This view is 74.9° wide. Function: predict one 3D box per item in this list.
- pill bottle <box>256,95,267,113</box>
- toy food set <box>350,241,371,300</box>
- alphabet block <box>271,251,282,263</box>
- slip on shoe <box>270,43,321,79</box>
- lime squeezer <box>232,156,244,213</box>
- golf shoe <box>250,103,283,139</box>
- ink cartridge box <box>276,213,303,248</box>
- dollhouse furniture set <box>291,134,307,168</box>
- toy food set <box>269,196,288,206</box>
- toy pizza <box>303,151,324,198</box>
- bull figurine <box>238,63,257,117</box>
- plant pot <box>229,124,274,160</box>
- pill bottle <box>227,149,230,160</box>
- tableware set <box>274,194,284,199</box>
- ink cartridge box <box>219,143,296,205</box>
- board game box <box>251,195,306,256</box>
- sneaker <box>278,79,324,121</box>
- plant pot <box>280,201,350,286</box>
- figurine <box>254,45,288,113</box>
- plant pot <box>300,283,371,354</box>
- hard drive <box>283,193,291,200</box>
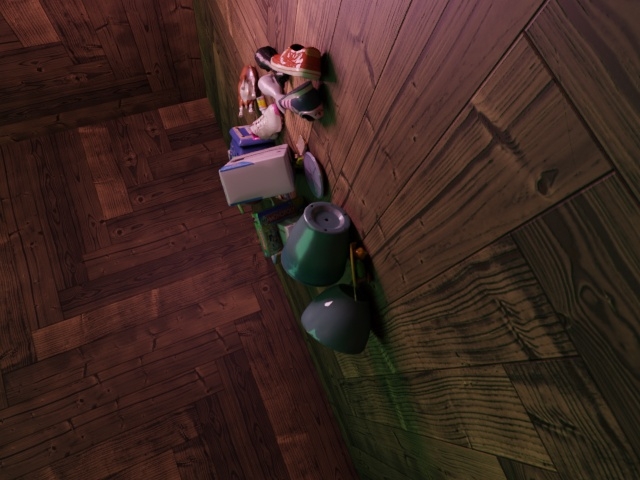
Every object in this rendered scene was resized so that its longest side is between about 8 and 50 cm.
[{"bbox_3d":[-0.301,-0.704,2.175,0.043,0.043,0.083,-157,49,-70],"label":"pill bottle"},{"bbox_3d":[0.154,0.106,1.580,0.128,0.071,0.217,-88,-8,-60],"label":"toy food set"},{"bbox_3d":[-0.205,0.000,2.415,0.192,0.197,0.193,118,130,-69],"label":"alphabet block"},{"bbox_3d":[-0.082,-0.617,1.432,0.331,0.123,0.101,-134,51,-56],"label":"slip on shoe"},{"bbox_3d":[-0.430,-0.283,2.036,0.110,0.059,0.310,66,-169,-75],"label":"lime squeezer"},{"bbox_3d":[-0.267,-0.566,2.053,0.306,0.140,0.115,140,111,-72],"label":"golf shoe"},{"bbox_3d":[-0.057,0.022,1.929,0.198,0.197,0.270,-158,49,-69],"label":"ink cartridge box"},{"bbox_3d":[-0.075,-0.381,1.834,0.151,0.059,0.076,-63,37,43],"label":"dollhouse furniture set"},{"bbox_3d":[-0.190,-0.092,2.220,0.220,0.092,0.306,7,-125,-61],"label":"toy food set"},{"bbox_3d":[-0.022,-0.276,1.761,0.201,0.032,0.201,162,90,-75],"label":"toy pizza"},{"bbox_3d":[-0.386,-0.772,2.217,0.310,0.101,0.188,105,163,-57],"label":"bull figurine"},{"bbox_3d":[-0.380,-0.519,2.340,0.236,0.236,0.212,-127,30,-46],"label":"plant pot"},{"bbox_3d":[-0.467,-0.538,2.634,0.119,0.209,0.119,160,90,-75],"label":"pill bottle"},{"bbox_3d":[-0.245,-0.266,2.532,0.128,0.039,0.194,56,169,6],"label":"tableware set"},{"bbox_3d":[-0.269,-0.307,1.894,0.395,0.286,0.166,-96,-7,-71],"label":"ink cartridge box"},{"bbox_3d":[-0.175,-0.074,2.034,0.046,0.317,0.213,-4,107,44],"label":"board game box"},{"bbox_3d":[-0.072,-0.492,1.539,0.131,0.112,0.319,57,177,-19],"label":"sneaker"},{"bbox_3d":[0.000,0.000,1.638,0.271,0.272,0.255,60,147,35],"label":"plant pot"},{"bbox_3d":[-0.192,-0.672,1.774,0.209,0.092,0.215,57,161,30],"label":"figurine"},{"bbox_3d":[0.092,0.292,1.697,0.195,0.290,0.290,-64,33,15],"label":"plant pot"},{"bbox_3d":[-0.205,-0.296,2.380,0.094,0.022,0.135,-168,60,-72],"label":"hard drive"}]
